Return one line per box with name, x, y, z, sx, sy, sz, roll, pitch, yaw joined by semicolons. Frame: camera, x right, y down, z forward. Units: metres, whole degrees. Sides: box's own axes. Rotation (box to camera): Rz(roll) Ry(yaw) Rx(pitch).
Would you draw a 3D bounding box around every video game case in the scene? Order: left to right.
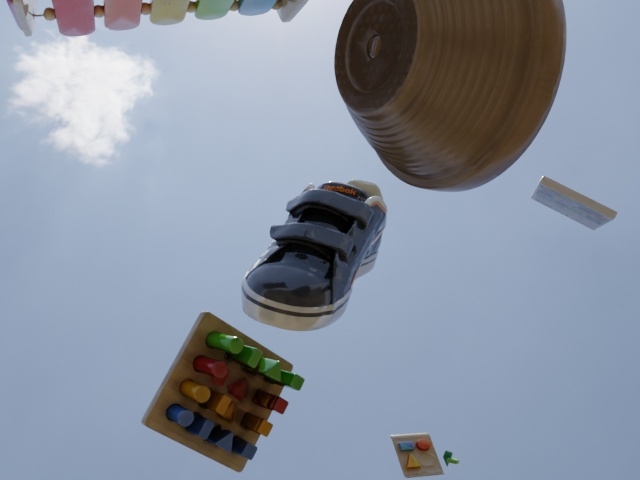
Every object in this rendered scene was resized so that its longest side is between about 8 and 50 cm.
video game case;0.291;-0.042;0.801;0.087;0.122;0.011;30;-88;13

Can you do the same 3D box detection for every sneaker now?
sneaker;0.000;0.000;0.836;0.126;0.321;0.127;15;-71;13

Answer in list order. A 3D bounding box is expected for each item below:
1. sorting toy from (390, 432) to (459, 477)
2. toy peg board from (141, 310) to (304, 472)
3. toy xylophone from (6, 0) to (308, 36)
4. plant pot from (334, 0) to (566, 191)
sorting toy;0.135;0.269;0.873;0.083;0.062;0.012;3;-49;-24
toy peg board;-0.112;0.200;0.884;0.161;0.079;0.160;38;-111;-29
toy xylophone;-0.164;-0.281;0.711;0.323;0.236;0.081;-8;-88;-9
plant pot;0.090;-0.165;0.622;0.110;0.237;0.237;1;-76;-35
